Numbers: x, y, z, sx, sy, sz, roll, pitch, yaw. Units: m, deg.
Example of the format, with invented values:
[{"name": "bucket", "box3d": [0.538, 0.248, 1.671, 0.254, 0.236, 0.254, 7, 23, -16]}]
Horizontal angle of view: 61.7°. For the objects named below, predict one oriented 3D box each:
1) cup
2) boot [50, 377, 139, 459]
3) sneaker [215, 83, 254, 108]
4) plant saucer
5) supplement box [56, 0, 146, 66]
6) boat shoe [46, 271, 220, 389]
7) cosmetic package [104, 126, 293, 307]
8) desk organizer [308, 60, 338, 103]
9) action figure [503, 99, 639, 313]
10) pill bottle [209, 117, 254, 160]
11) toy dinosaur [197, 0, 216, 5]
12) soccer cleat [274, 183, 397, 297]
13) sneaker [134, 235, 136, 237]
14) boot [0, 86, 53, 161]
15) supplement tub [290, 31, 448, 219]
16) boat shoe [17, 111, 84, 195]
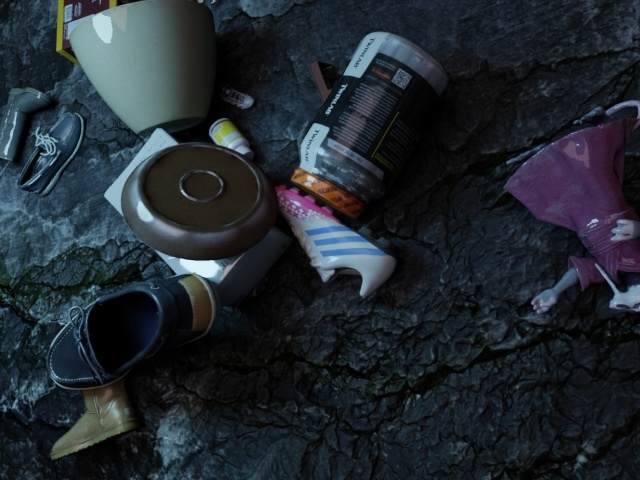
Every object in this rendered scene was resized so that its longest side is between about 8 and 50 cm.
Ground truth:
[{"name": "cup", "box3d": [-0.385, -0.383, 1.266, 0.331, 0.331, 0.236, -13, 96, 17]}, {"name": "boot", "box3d": [-0.555, 0.353, 1.278, 0.236, 0.089, 0.269, -24, 71, 5]}, {"name": "sneaker", "box3d": [-0.215, -0.354, 1.304, 0.098, 0.069, 0.038, 18, 86, 22]}, {"name": "plant saucer", "box3d": [-0.236, -0.097, 1.071, 0.311, 0.050, 0.310, 7, 52, -9]}, {"name": "supplement box", "box3d": [-0.589, -0.590, 1.456, 0.194, 0.129, 0.191, -9, 76, 18]}, {"name": "boat shoe", "box3d": [-0.431, 0.196, 1.109, 0.500, 0.156, 0.186, -24, 80, 28]}, {"name": "cosmetic package", "box3d": [-0.278, -0.050, 1.217, 0.385, 0.156, 0.217, 40, 92, 23]}, {"name": "desk organizer", "box3d": [0.020, -0.354, 1.232, 0.050, 0.047, 0.130, -23, 72, 12]}, {"name": "action figure", "box3d": [0.501, -0.025, 0.953, 0.276, 0.248, 0.370, -25, 81, -31]}, {"name": "pill bottle", "box3d": [-0.210, -0.232, 1.279, 0.065, 0.065, 0.116, -42, 69, 8]}, {"name": "toy dinosaur", "box3d": [-0.311, -0.657, 1.393, 0.183, 0.053, 0.092, -20, 91, 32]}, {"name": "soccer cleat", "box3d": [0.000, 0.000, 1.127, 0.331, 0.116, 0.143, 31, 90, 22]}, {"name": "sneaker", "box3d": [-0.319, -0.073, 1.121, 0.051, 0.089, 0.170, 32, 52, 13]}, {"name": "boot", "box3d": [-0.861, -0.328, 1.530, 0.190, 0.076, 0.208, 8, 75, 35]}, {"name": "supplement tub", "box3d": [0.093, -0.225, 1.092, 0.207, 0.207, 0.338, 31, 90, 23]}, {"name": "boat shoe", "box3d": [-0.741, -0.244, 1.466, 0.095, 0.079, 0.254, 34, 92, 23]}]
